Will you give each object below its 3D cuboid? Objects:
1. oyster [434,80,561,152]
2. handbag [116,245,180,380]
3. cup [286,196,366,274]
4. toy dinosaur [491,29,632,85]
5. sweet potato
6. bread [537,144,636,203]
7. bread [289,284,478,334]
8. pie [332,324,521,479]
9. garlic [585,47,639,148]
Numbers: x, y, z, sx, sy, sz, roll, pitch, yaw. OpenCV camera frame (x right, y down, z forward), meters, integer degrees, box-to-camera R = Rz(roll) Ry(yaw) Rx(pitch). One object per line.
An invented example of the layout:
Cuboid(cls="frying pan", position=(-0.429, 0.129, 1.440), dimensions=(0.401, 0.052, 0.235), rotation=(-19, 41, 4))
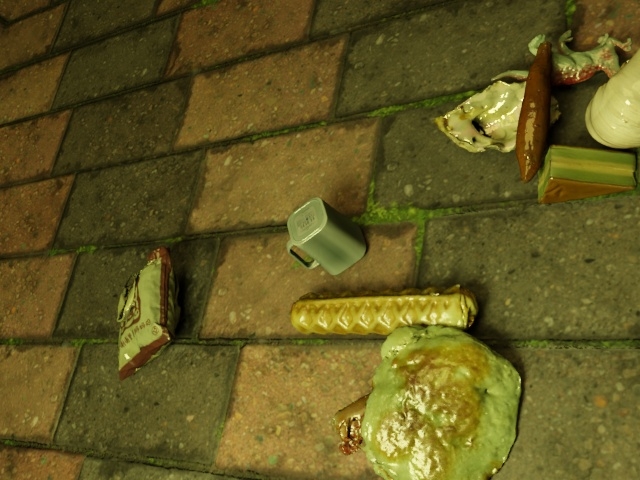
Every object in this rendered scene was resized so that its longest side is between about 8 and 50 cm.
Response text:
Cuboid(cls="oyster", position=(0.323, -0.211, 1.325), dimensions=(0.209, 0.072, 0.133), rotation=(-26, 75, 14))
Cuboid(cls="handbag", position=(-0.369, 0.157, 1.582), dimensions=(0.213, 0.127, 0.235), rotation=(-43, 38, 41))
Cuboid(cls="cup", position=(0.000, 0.000, 1.401), dimensions=(0.128, 0.129, 0.095), rotation=(-35, 44, 20))
Cuboid(cls="toy dinosaur", position=(0.428, -0.302, 1.299), dimensions=(0.242, 0.053, 0.167), rotation=(-19, 63, 17))
Cuboid(cls="sweet potato", position=(0.365, -0.221, 1.246), dimensions=(0.057, 0.057, 0.265), rotation=(4, 77, 37))
Cuboid(cls="bread", position=(0.438, -0.103, 1.214), dimensions=(0.139, 0.084, 0.074), rotation=(5, 65, 4))
Cuboid(cls="bread", position=(0.101, 0.125, 1.293), dimensions=(0.367, 0.077, 0.084), rotation=(-5, 67, 33))
Cuboid(cls="pie", position=(0.176, 0.272, 1.154), dimensions=(0.257, 0.105, 0.274), rotation=(35, 91, 27))
Cuboid(cls="garlic", position=(0.538, -0.191, 1.121), dimensions=(0.226, 0.199, 0.199), rotation=(40, 93, 8))
